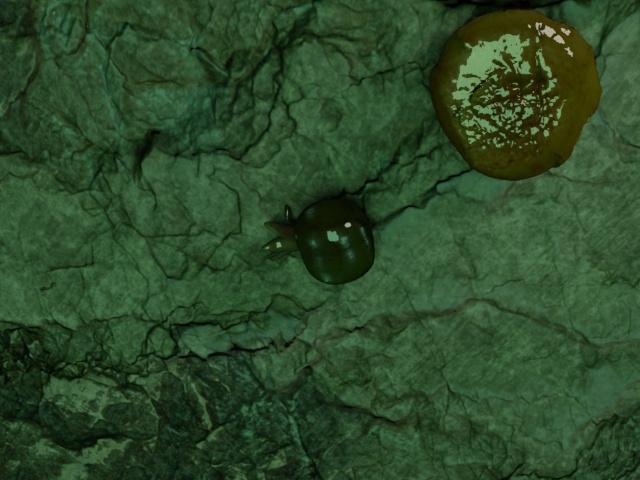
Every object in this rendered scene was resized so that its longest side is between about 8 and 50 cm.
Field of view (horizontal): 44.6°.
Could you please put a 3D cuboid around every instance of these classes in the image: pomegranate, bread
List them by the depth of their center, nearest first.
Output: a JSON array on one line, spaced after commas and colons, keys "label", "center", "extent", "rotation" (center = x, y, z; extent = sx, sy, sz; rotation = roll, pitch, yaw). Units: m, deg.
[{"label": "bread", "center": [0.294, -0.232, 1.190], "extent": [0.269, 0.145, 0.268], "rotation": [1, 115, 1]}, {"label": "pomegranate", "center": [0.000, 0.000, 1.348], "extent": [0.191, 0.131, 0.152], "rotation": [-2, 123, 32]}]
